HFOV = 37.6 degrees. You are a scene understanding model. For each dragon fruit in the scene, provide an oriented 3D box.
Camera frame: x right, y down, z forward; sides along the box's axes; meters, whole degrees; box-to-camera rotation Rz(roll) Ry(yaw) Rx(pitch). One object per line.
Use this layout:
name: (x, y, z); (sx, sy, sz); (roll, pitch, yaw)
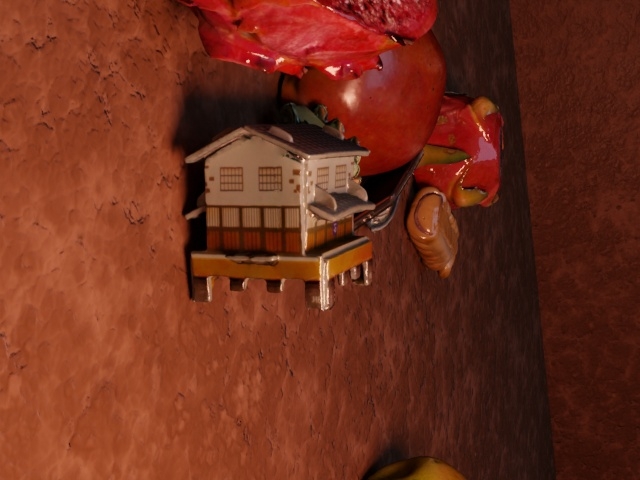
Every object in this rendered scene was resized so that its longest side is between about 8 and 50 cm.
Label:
dragon fruit: (-0.048, -0.346, 1.120); (0.371, 0.249, 0.386); (56, 41, -5)
dragon fruit: (0.324, -0.198, 2.115); (0.290, 0.189, 0.290); (-3, 90, -67)

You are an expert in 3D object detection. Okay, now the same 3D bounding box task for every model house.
model house: (-0.044, -0.038, 1.175); (0.224, 0.198, 0.215); (-19, 111, -67)

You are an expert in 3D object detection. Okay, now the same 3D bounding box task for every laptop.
laptop: (0.102, -0.082, 1.625); (0.026, 0.154, 0.207); (50, 33, -12)

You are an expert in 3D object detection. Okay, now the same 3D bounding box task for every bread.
bread: (0.246, -0.014, 2.050); (0.225, 0.081, 0.134); (59, 40, -53)

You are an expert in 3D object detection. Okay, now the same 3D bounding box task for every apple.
apple: (0.167, 0.503, 1.667); (0.226, 0.246, 0.246); (61, 29, -13)
apple: (0.052, -0.284, 1.532); (0.295, 0.329, 0.365); (-51, 162, 18)

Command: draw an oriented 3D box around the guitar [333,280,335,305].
guitar: (0.000, 0.000, 1.512); (0.088, 0.025, 0.233); (-47, 131, -61)

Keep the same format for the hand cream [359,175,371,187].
hand cream: (0.074, -0.135, 1.691); (0.234, 0.050, 0.080); (-50, 134, -53)

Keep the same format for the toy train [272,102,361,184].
toy train: (-0.011, -0.119, 1.341); (0.074, 0.176, 0.118); (-7, 129, -37)

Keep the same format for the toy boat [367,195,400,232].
toy boat: (0.115, -0.074, 1.748); (0.066, 0.059, 0.140); (100, 9, -58)
